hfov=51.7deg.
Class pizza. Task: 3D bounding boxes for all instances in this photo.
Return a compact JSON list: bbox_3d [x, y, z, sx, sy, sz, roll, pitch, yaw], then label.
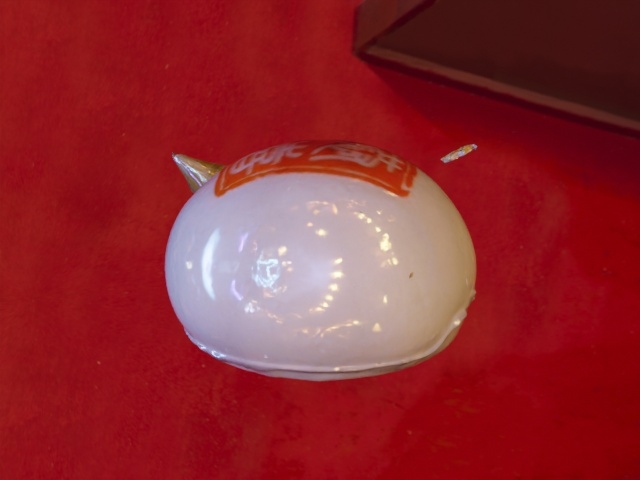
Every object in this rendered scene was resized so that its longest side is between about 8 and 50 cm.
[{"bbox_3d":[0.295,-0.187,1.411,0.016,0.083,0.037,58,28,-18],"label":"pizza"}]

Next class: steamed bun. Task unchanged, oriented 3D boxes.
[{"bbox_3d":[0.000,0.000,0.800,0.375,0.374,0.241,-8,107,-24],"label":"steamed bun"}]

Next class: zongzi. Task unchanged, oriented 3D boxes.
[{"bbox_3d":[-0.184,-0.131,1.362,0.195,0.099,0.197,-30,84,-27],"label":"zongzi"}]
